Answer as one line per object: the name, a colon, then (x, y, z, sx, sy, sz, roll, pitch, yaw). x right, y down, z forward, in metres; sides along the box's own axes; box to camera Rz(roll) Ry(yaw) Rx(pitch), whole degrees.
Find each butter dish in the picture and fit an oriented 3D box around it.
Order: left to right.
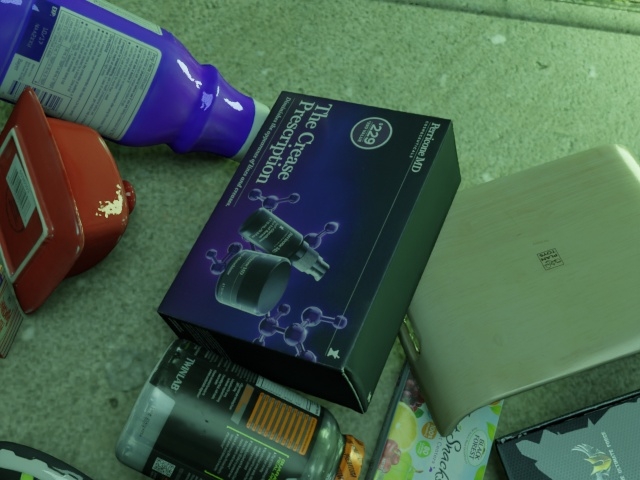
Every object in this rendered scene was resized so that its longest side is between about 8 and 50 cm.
butter dish: (-0.226, -0.035, 0.729, 0.118, 0.160, 0.160, -9, 69, -41)

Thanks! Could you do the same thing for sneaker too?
sneaker: (-0.189, 0.250, 0.640, 0.235, 0.084, 0.097, 33, 66, 1)

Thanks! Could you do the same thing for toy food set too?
toy food set: (0.220, 0.044, 0.773, 0.306, 0.092, 0.219, -19, 54, -2)

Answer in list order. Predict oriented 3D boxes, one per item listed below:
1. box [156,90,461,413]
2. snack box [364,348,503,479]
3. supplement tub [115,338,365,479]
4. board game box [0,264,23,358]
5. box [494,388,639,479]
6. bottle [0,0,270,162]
box: (0.000, 0.000, 0.738, 0.184, 0.103, 0.261, 15, 63, 21)
snack box: (0.111, 0.188, 0.762, 0.100, 0.037, 0.141, 24, 65, -4)
supplement tub: (-0.066, 0.174, 0.682, 0.190, 0.117, 0.117, 27, 65, -2)
board game box: (-0.353, 0.032, 0.653, 0.193, 0.147, 0.045, 18, 65, -6)
box: (0.286, 0.265, 0.729, 0.183, 0.059, 0.232, -20, 73, 5)
bottle: (-0.182, -0.151, 0.754, 0.283, 0.118, 0.092, 19, 26, -31)
